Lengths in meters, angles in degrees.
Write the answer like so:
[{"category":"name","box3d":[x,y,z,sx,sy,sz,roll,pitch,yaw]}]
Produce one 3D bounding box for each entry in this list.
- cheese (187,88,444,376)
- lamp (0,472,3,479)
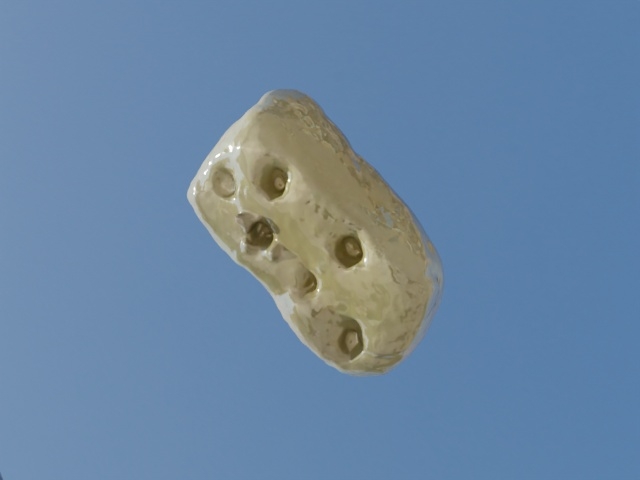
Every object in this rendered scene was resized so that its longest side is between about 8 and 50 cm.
[{"category":"cheese","box3d":[-0.001,0.001,1.300,0.263,0.093,0.159,48,-56,7]},{"category":"lamp","box3d":[-0.224,0.149,0.786,0.105,0.105,0.105,-3,-80,-19]}]
